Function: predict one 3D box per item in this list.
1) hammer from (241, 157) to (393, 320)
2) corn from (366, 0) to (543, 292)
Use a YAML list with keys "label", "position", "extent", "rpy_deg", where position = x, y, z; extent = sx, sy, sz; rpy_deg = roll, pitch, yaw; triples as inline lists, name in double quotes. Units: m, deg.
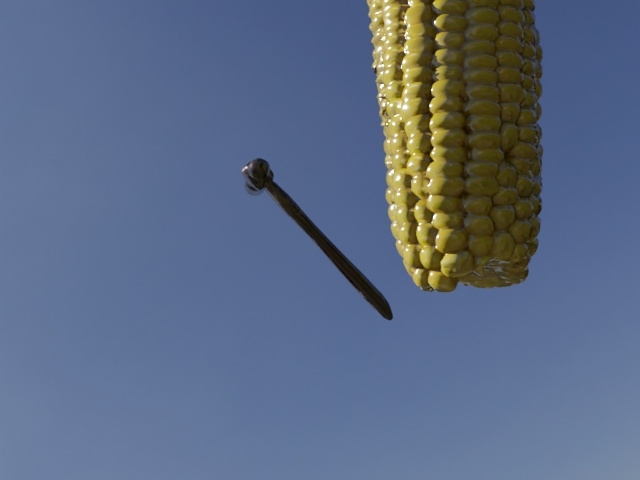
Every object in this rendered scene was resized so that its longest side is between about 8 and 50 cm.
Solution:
- label: "hammer"
  position: [0.000, 0.000, 0.734]
  extent: [0.021, 0.178, 0.065]
  rpy_deg: [-45, 2, -13]
- label: "corn"
  position: [0.082, -0.125, 0.533]
  extent: [0.115, 0.317, 0.115]
  rpy_deg: [-3, -13, -1]
